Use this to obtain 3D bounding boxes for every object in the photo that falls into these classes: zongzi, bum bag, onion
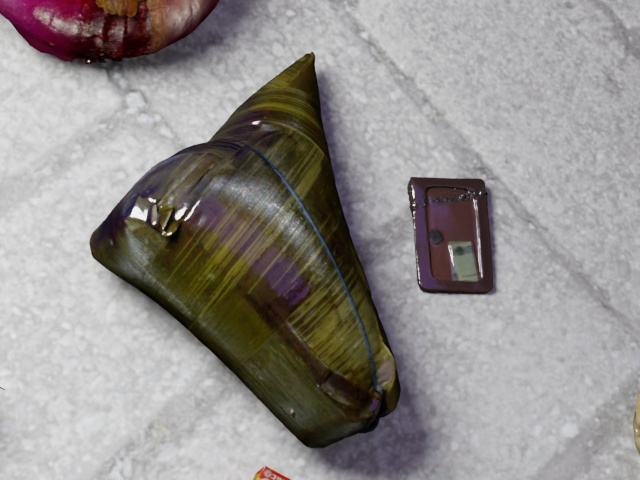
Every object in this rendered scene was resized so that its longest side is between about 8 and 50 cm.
[{"bbox_3d":[0.000,0.000,1.906,0.403,0.208,0.432,45,50,-2],"label":"zongzi"},{"bbox_3d":[0.169,-0.007,2.044,0.109,0.026,0.159,2,73,-17],"label":"bum bag"},{"bbox_3d":[-0.258,-0.408,1.871,0.348,0.385,0.347,7,63,-13],"label":"onion"}]

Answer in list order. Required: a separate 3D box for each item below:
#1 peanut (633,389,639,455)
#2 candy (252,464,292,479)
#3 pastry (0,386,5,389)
[{"bbox_3d":[0.511,0.322,1.944,0.174,0.158,0.340,-22,69,6],"label":"peanut"},{"bbox_3d":[-0.068,0.329,1.815,0.062,0.038,0.122,29,62,-5],"label":"candy"},{"bbox_3d":[-0.485,0.149,1.670,0.275,0.193,0.274,6,68,-16],"label":"pastry"}]
